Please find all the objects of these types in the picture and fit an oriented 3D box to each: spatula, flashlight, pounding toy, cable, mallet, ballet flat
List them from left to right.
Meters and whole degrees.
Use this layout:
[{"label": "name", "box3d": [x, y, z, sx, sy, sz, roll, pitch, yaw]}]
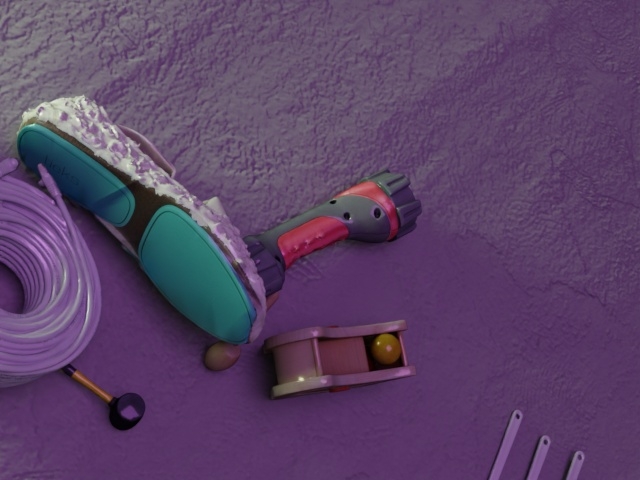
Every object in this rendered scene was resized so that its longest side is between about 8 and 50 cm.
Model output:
[{"label": "cable", "box3d": [-0.378, 0.045, 1.251, 0.257, 0.089, 0.257, -27, 86, -52]}, {"label": "mallet", "box3d": [-0.295, 0.165, 1.320, 0.190, 0.062, 0.039, 41, 60, -10]}, {"label": "ballet flat", "box3d": [-0.201, -0.046, 1.364, 0.409, 0.147, 0.147, 42, 61, 3]}, {"label": "pounding toy", "box3d": [-0.007, 0.126, 1.421, 0.270, 0.154, 0.154, -5, 78, -28]}, {"label": "flashlight", "box3d": [0.000, 0.000, 1.492, 0.304, 0.103, 0.103, -29, 95, -31]}, {"label": "spatula", "box3d": [0.299, 0.387, 1.580, 0.168, 0.019, 0.242, 32, 63, -9]}]
